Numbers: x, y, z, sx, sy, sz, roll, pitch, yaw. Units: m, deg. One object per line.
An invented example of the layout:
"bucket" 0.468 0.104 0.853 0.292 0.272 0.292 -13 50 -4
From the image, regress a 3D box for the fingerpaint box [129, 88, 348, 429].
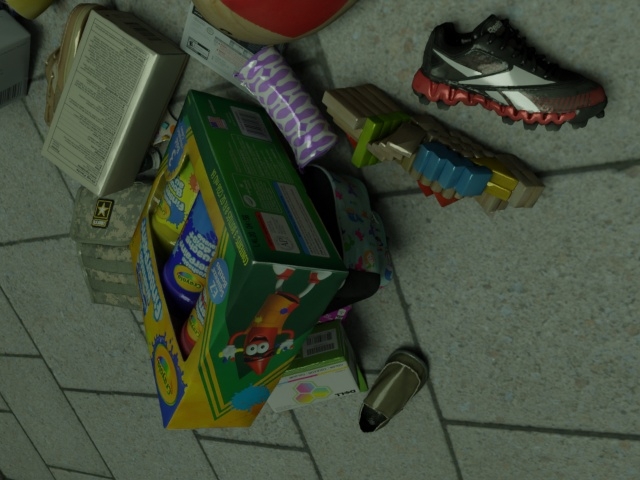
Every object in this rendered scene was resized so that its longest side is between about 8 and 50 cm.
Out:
"fingerpaint box" -0.175 0.026 1.084 0.371 0.163 0.445 -59 38 31

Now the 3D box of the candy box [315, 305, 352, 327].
"candy box" -0.046 0.177 1.326 0.159 0.071 0.233 11 131 -11

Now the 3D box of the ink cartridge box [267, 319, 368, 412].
"ink cartridge box" -0.009 0.296 1.322 0.188 0.097 0.255 -16 132 8

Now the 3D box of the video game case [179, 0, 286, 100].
"video game case" -0.149 -0.363 1.118 0.190 0.022 0.173 35 131 8

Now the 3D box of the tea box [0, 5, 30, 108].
"tea box" -0.832 -0.388 1.285 0.323 0.329 0.220 45 143 0

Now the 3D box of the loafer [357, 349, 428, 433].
"loafer" 0.146 0.328 1.338 0.094 0.087 0.251 30 130 11

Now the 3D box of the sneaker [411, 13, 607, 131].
"sneaker" 0.265 -0.240 0.898 0.276 0.097 0.135 19 129 22

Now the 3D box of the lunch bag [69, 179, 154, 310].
"lunch bag" -0.423 -0.001 1.421 0.235 0.169 0.287 5 113 33

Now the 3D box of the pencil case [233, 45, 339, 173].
"pencil case" -0.055 -0.218 1.051 0.088 0.086 0.206 -35 91 11

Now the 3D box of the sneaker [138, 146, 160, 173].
"sneaker" -0.424 -0.190 1.355 0.166 0.076 0.065 25 128 15

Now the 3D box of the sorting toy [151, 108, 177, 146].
"sorting toy" -0.326 -0.235 1.299 0.083 0.045 0.075 -13 92 36

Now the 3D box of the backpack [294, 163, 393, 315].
"backpack" 0.000 0.000 1.134 0.225 0.191 0.254 -29 67 39

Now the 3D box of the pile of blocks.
"pile of blocks" 0.157 -0.116 1.008 0.362 0.149 0.113 29 129 11

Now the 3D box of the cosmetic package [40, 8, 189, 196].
"cosmetic package" -0.394 -0.258 1.219 0.160 0.113 0.309 36 116 7

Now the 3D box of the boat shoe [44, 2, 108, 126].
"boat shoe" -0.500 -0.332 1.281 0.110 0.122 0.341 35 132 6

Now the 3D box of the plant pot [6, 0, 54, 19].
"plant pot" -0.540 -0.501 1.207 0.095 0.134 0.134 -22 109 10

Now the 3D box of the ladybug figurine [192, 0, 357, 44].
"ladybug figurine" -0.048 -0.460 0.888 0.305 0.162 0.449 46 127 -2

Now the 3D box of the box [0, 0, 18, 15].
"box" -0.669 -0.520 1.324 0.136 0.028 0.081 23 129 14
